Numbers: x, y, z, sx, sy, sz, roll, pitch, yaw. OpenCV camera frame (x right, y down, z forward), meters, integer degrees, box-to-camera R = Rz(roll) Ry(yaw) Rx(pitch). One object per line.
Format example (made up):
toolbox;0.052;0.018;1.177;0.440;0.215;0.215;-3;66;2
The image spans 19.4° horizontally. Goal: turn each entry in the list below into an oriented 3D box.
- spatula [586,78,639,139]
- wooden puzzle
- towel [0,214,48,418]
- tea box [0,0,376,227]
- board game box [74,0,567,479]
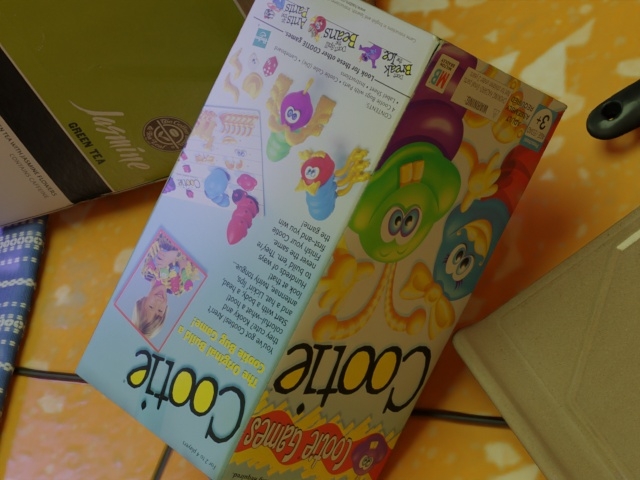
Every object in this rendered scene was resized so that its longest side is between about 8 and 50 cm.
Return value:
spatula;0.297;-0.148;1.191;0.296;0.030;0.084;-35;48;3
wooden puzzle;0.222;0.064;1.070;0.239;0.044;0.221;-33;45;-1
towel;-0.334;0.125;1.355;0.243;0.040;0.336;-9;52;25
tea box;-0.165;-0.224;1.309;0.323;0.329;0.220;-14;44;20
board game box;0.000;0.000;1.113;0.144;0.142;0.275;32;98;40
